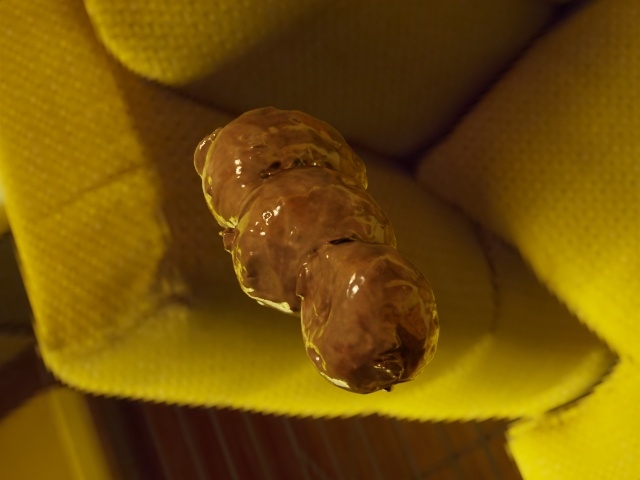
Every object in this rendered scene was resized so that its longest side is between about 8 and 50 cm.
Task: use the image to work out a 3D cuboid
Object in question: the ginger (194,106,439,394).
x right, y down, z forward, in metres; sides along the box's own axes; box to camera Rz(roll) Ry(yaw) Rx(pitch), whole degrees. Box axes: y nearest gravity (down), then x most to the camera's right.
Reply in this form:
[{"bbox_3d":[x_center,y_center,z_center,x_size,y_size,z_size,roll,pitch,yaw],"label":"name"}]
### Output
[{"bbox_3d":[0.000,0.000,0.931,0.104,0.204,0.080,3,125,-25],"label":"ginger"}]
